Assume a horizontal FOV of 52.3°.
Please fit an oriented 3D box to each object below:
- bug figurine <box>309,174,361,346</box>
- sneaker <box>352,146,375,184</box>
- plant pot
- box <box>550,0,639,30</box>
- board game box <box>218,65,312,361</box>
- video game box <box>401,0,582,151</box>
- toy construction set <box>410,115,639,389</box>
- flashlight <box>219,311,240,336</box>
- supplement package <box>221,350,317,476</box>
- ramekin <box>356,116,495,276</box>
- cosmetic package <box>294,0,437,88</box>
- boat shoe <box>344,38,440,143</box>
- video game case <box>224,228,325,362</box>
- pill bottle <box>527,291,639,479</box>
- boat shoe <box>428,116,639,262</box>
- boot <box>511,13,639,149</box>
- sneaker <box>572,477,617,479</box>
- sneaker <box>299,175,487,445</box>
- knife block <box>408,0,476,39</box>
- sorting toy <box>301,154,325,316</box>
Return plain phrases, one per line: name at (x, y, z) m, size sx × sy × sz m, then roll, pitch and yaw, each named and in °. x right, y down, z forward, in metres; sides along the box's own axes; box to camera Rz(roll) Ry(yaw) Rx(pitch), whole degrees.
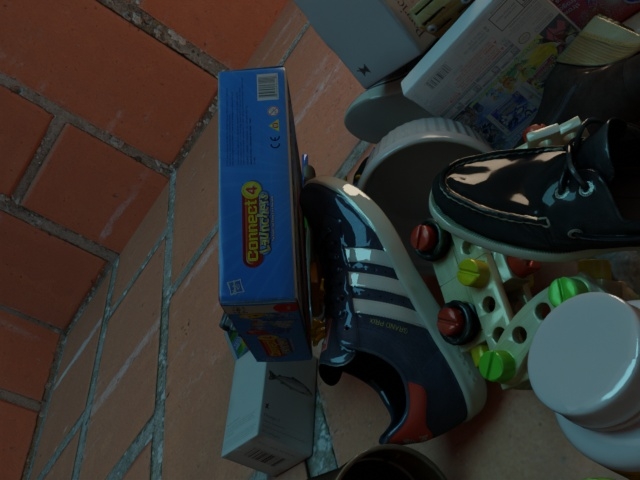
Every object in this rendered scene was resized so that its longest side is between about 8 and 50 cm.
bug figurine at (0.050, 0.048, 0.979) m, size 0.216 × 0.072 × 0.279 m, roll 81°, pitch -163°, yaw -56°
sneaker at (0.108, -0.083, 1.116) m, size 0.090 × 0.081 × 0.232 m, roll -56°, pitch 18°, yaw 17°
plant pot at (0.042, 0.319, 0.716) m, size 0.165 × 0.167 × 0.167 m, roll -40°, pitch 30°, yaw 55°
box at (0.394, -0.385, 0.835) m, size 0.257 × 0.123 × 0.128 m, roll -32°, pitch 36°, yaw 47°
board game box at (-0.069, -0.017, 0.883) m, size 0.302 × 0.086 × 0.308 m, roll 84°, pitch -178°, yaw -67°
video game box at (0.245, -0.228, 0.874) m, size 0.205 × 0.187 × 0.048 m, roll -45°, pitch 27°, yaw 30°
toy construction set at (0.214, 0.015, 0.673) m, size 0.215 × 0.151 × 0.327 m, roll -41°, pitch 37°, yaw 43°
flashlight at (-0.113, 0.041, 1.287) m, size 0.103 × 0.103 × 0.304 m, roll 107°, pitch -176°, yaw -76°
supplement package at (-0.079, 0.266, 1.052) m, size 0.105 × 0.105 × 0.179 m, roll -42°, pitch 31°, yaw 36°
ramekin at (0.149, -0.065, 0.871) m, size 0.207 × 0.207 × 0.109 m, roll -47°, pitch 18°, yaw 28°
cosmetic package at (0.168, -0.497, 1.113) m, size 0.453 × 0.230 × 0.161 m, roll -51°, pitch 18°, yaw -27°
boat shoe at (0.190, -0.289, 1.151) m, size 0.341 × 0.127 × 0.158 m, roll -15°, pitch 43°, yaw 48°
video game case at (-0.071, 0.118, 1.284) m, size 0.329 × 0.036 × 0.300 m, roll -58°, pitch 25°, yaw 6°
pill bottle at (0.247, 0.117, 0.454) m, size 0.117 × 0.215 × 0.117 m, roll -43°, pitch 30°, yaw 33°
boat shoe at (0.253, -0.049, 0.538) m, size 0.340 × 0.113 × 0.127 m, roll 13°, pitch 55°, yaw 27°
boot at (0.336, -0.134, 0.760) m, size 0.206 × 0.090 × 0.248 m, roll -65°, pitch 25°, yaw 26°
sneaker at (0.178, 0.255, 0.584) m, size 0.208 × 0.094 × 0.081 m, roll -37°, pitch 32°, yaw 39°
sneaker at (0.040, 0.078, 0.767) m, size 0.350 × 0.148 × 0.131 m, roll 57°, pitch 160°, yaw 23°
knife block at (0.249, -0.384, 0.962) m, size 0.088 × 0.276 × 0.242 m, roll -33°, pitch 52°, yaw 47°
sorting toy at (0.000, 0.000, 1.089) m, size 0.347 × 0.047 × 0.196 m, roll -95°, pitch 3°, yaw -50°
